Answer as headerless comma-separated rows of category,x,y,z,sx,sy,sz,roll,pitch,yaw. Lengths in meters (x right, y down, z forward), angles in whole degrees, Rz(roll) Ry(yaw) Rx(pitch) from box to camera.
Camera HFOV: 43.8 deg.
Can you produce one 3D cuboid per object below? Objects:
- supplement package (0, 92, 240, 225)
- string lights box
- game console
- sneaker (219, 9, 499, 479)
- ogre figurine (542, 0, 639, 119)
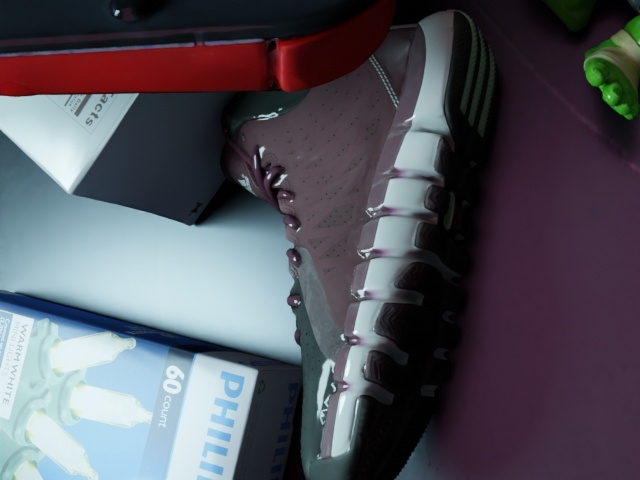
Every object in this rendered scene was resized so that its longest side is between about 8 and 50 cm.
supplement package,-0.161,-0.139,0.531,0.244,0.139,0.134,39,98,21
string lights box,-0.151,0.118,0.523,0.259,0.076,0.134,10,85,23
game console,-0.134,-0.232,0.450,0.341,0.060,0.387,-1,56,-3
sneaker,0.000,0.000,0.475,0.162,0.106,0.282,8,76,29
ogre figurine,0.178,-0.146,0.419,0.118,0.096,0.197,-41,45,29
